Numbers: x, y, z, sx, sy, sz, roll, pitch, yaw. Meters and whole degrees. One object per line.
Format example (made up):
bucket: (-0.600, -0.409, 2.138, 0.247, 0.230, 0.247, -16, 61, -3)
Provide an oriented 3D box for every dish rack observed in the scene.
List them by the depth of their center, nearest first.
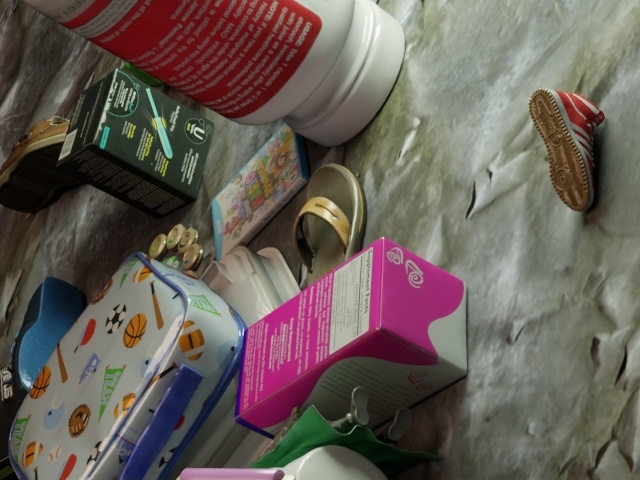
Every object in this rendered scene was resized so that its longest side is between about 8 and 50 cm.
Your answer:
dish rack: (-0.139, 0.174, 1.871, 0.333, 0.072, 0.285, -53, 30, 15)

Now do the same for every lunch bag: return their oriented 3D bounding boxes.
lunch bag: (-0.209, 0.175, 1.795, 0.303, 0.115, 0.243, -59, 32, 2)

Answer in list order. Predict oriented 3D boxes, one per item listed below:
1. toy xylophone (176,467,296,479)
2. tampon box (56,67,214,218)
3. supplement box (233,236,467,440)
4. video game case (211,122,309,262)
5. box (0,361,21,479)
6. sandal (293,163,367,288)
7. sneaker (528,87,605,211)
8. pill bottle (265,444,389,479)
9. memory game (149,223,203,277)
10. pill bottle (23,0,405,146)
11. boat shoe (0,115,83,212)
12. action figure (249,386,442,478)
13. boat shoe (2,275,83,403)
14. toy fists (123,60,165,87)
toy xylophone: (-0.041, 0.351, 1.385, 0.236, 0.081, 0.323, 6, 102, 26)
tampon box: (-0.241, -0.125, 2.189, 0.101, 0.161, 0.120, -23, 46, 49)
supplement box: (0.028, 0.108, 1.611, 0.220, 0.111, 0.114, -33, 39, 40)
video game case: (-0.075, -0.060, 2.020, 0.166, 0.015, 0.119, -45, 33, 28)
box: (-0.474, 0.277, 2.285, 0.184, 0.045, 0.191, -33, 35, 12)
sandal: (0.000, 0.000, 1.801, 0.090, 0.060, 0.219, -33, 40, 41)
sneaker: (0.236, -0.084, 1.525, 0.042, 0.067, 0.118, -28, 73, 42)
pill bottle: (-0.059, 0.307, 1.532, 0.283, 0.160, 0.160, -38, 37, 36)
memory game: (-0.209, 0.063, 2.133, 0.186, 0.012, 0.186, -38, 37, 36)
pill bottle: (-0.113, -0.270, 1.853, 0.229, 0.407, 0.229, -39, 36, 35)
boat shoe: (-0.403, -0.139, 2.514, 0.307, 0.110, 0.104, -22, 49, 49)
action figure: (-0.001, 0.204, 1.588, 0.232, 0.137, 0.063, -38, 30, 52)
boat shoe: (-0.363, 0.154, 2.238, 0.089, 0.109, 0.258, -55, 12, 26)
toy fists: (-0.201, -0.285, 2.332, 0.279, 0.096, 0.142, 15, 80, 59)
